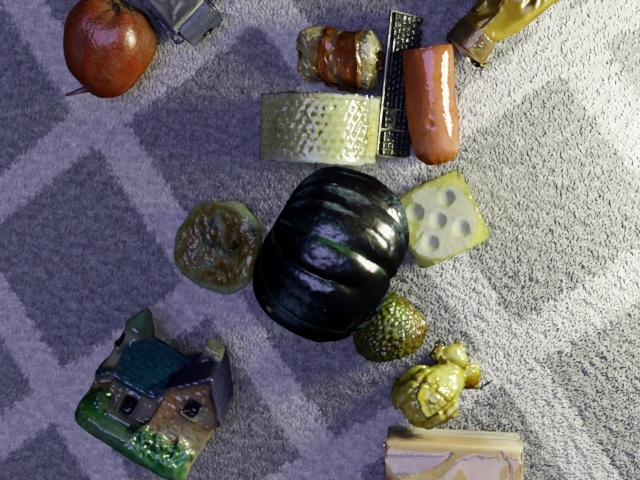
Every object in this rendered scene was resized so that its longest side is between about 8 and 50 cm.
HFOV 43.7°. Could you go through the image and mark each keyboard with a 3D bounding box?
[{"bbox_3d":[0.178,-0.342,1.769,0.027,0.106,0.317,13,101,48],"label":"keyboard"}]

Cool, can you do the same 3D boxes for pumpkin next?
[{"bbox_3d":[0.021,0.025,1.619,0.266,0.363,0.363,26,98,-3],"label":"pumpkin"}]

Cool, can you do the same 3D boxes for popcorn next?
[{"bbox_3d":[0.259,0.328,1.779,0.173,0.168,0.195,37,62,17],"label":"popcorn"}]

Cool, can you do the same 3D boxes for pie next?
[{"bbox_3d":[-0.239,0.017,1.874,0.240,0.054,0.241,1,91,25],"label":"pie"}]

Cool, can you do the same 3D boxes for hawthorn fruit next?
[{"bbox_3d":[-0.502,-0.431,1.842,0.210,0.210,0.262,38,113,6],"label":"hawthorn fruit"}]

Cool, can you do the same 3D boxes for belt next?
[{"bbox_3d":[-0.339,-0.554,1.825,0.126,0.139,0.230,-40,88,10],"label":"belt"}]

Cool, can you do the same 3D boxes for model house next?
[{"bbox_3d":[-0.357,0.333,1.839,0.312,0.245,0.280,33,103,-3],"label":"model house"}]

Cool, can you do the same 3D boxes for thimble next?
[{"bbox_3d":[-0.004,-0.242,1.726,0.270,0.271,0.150,4,97,10],"label":"thimble"}]

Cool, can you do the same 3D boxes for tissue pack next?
[{"bbox_3d":[0.287,0.540,1.744,0.305,0.238,0.239,1,94,11],"label":"tissue pack"}]

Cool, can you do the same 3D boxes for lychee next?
[{"bbox_3d":[0.147,0.200,1.781,0.171,0.171,0.171,1,94,10],"label":"lychee"}]

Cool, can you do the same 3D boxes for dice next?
[{"bbox_3d":[0.260,-0.047,1.736,0.169,0.166,0.169,-26,89,12],"label":"dice"}]

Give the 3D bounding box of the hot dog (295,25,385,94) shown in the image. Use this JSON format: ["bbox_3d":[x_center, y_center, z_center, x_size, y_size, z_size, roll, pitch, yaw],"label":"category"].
[{"bbox_3d":[0.046,-0.410,1.790,0.213,0.103,0.146,17,118,18],"label":"hot dog"}]

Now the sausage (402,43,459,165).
[{"bbox_3d":[0.242,-0.294,1.740,0.113,0.113,0.259,-4,106,11],"label":"sausage"}]

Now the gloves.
[{"bbox_3d":[0.415,-0.511,1.685,0.331,0.154,0.141,-40,88,18],"label":"gloves"}]
